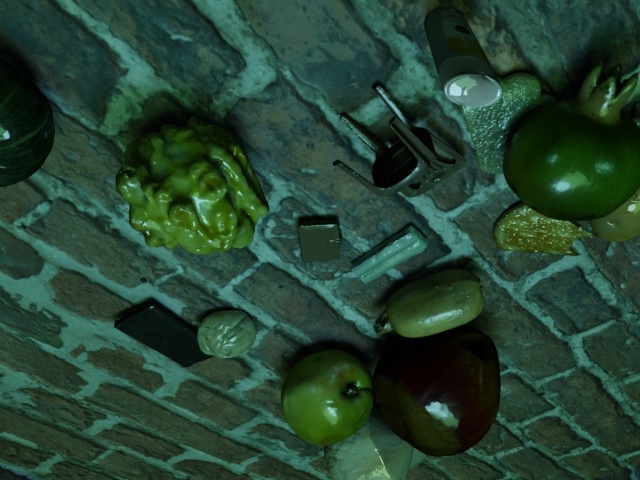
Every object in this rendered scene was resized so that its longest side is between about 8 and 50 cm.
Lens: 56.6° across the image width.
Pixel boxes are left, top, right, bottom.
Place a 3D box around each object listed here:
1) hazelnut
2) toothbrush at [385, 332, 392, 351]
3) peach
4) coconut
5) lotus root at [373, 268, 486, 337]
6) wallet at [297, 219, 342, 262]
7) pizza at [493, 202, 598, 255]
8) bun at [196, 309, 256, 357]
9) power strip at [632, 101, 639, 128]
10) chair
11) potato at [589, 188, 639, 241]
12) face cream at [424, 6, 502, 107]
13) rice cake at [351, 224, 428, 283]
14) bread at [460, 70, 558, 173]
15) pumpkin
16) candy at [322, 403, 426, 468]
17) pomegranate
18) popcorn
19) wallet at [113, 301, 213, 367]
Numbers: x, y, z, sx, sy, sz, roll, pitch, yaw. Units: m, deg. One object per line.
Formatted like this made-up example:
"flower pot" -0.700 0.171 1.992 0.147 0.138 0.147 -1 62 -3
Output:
"hazelnut" 0.363 0.455 1.803 0.401 0.403 0.429 6 146 -9
"toothbrush" 0.223 0.347 1.952 0.030 0.031 0.297 11 140 23
"peach" 0.022 0.514 1.930 0.315 0.282 0.314 -30 135 33
"coconut" 0.185 0.723 2.036 0.328 0.329 0.329 -2 134 -2
"lotus root" 0.302 0.187 1.698 0.342 0.169 0.152 -20 135 15
"wallet" 0.000 0.000 1.593 0.117 0.039 0.153 -1 138 1
"pizza" 0.595 -0.028 1.570 0.261 0.034 0.181 10 134 7
"bun" -0.284 0.297 1.809 0.183 0.102 0.184 -7 127 -10
"power strip" 0.883 -0.288 1.324 0.384 0.091 0.062 -8 137 5
"chair" 0.194 -0.172 1.336 0.326 0.183 0.175 35 124 -30
"potato" 0.772 -0.084 1.495 0.150 0.146 0.234 25 136 15
"face cream" 0.258 -0.344 1.109 0.107 0.269 0.073 7 134 -9
"rice cake" 0.186 0.042 1.641 0.226 0.040 0.085 -34 127 27
"bread" 0.433 -0.270 1.344 0.207 0.056 0.287 -21 133 19
"pumpkin" -0.692 -0.251 1.198 0.299 0.208 0.300 7 144 5
"candy" 0.235 0.795 2.291 0.426 0.186 0.386 -25 127 14
"pomegranate" 0.580 -0.189 1.274 0.309 0.216 0.359 -6 134 -22
"popcorn" -0.273 -0.102 1.303 0.311 0.312 0.312 -2 134 -2
"wallet" -0.469 0.298 1.856 0.170 0.044 0.321 -27 133 22
